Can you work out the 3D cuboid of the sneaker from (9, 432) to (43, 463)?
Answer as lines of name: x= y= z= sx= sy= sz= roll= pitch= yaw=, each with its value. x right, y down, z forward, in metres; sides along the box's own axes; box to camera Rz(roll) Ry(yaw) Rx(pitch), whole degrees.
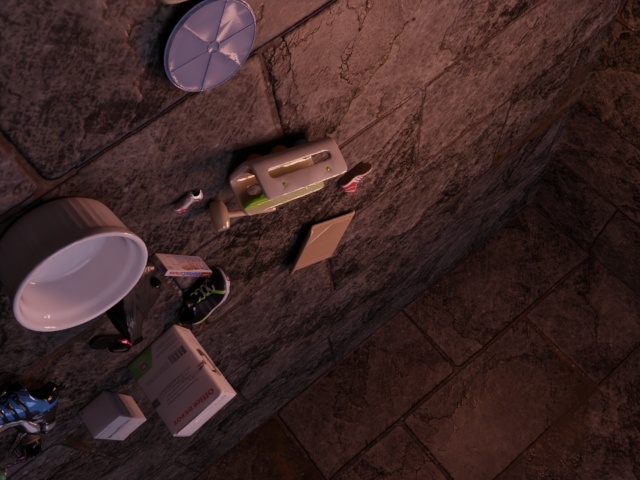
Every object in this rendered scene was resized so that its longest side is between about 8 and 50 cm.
sneaker: x=-0.838 y=0.600 z=1.808 sx=0.063 sy=0.075 sz=0.170 roll=-14 pitch=145 yaw=-49

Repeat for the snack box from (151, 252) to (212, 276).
snack box: x=-0.358 y=0.065 z=1.646 sx=0.022 sy=0.064 sz=0.178 roll=-51 pitch=156 yaw=15

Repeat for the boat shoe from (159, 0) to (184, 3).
boat shoe: x=-0.191 y=-0.437 z=1.024 sx=0.170 sy=0.063 sz=0.059 roll=-31 pitch=161 yaw=-23

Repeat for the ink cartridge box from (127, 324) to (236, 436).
ink cartridge box: x=-0.420 y=0.425 z=1.915 sx=0.198 sy=0.273 sz=0.115 roll=-42 pitch=157 yaw=-1

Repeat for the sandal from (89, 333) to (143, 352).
sandal: x=-0.560 y=0.289 z=1.749 sx=0.067 sy=0.040 sz=0.179 roll=-49 pitch=157 yaw=14

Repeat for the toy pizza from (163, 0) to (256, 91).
toy pizza: x=-0.206 y=-0.365 z=1.169 sx=0.201 sy=0.032 sz=0.201 roll=-36 pitch=157 yaw=-18

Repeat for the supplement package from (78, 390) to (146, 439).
supplement package: x=-0.651 y=0.552 z=1.987 sx=0.105 sy=0.105 sz=0.179 roll=-41 pitch=157 yaw=-3

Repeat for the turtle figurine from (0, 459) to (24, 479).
turtle figurine: x=-0.936 y=0.659 z=1.707 sx=0.234 sy=0.118 sz=0.175 roll=-27 pitch=140 yaw=-6

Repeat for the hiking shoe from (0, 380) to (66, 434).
hiking shoe: x=-0.786 y=0.406 z=1.551 sx=0.304 sy=0.113 sz=0.131 roll=16 pitch=88 yaw=-57

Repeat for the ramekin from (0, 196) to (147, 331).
ramekin: x=-0.506 y=0.042 z=1.274 sx=0.277 sy=0.135 sz=0.277 roll=-35 pitch=156 yaw=-18

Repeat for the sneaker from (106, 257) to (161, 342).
sneaker: x=-0.450 y=0.151 z=1.553 sx=0.130 sy=0.109 sz=0.286 roll=-35 pitch=159 yaw=-34

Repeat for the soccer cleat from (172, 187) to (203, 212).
soccer cleat: x=-0.312 y=-0.095 z=1.486 sx=0.083 sy=0.029 sz=0.035 roll=-31 pitch=146 yaw=-32

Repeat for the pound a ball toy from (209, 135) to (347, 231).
pound a ball toy: x=-0.123 y=-0.156 z=1.595 sx=0.319 sy=0.135 sz=0.208 roll=-24 pitch=176 yaw=-38

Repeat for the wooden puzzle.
wooden puzzle: x=0.000 y=0.000 z=2.150 sx=0.239 sy=0.044 sz=0.220 roll=-25 pitch=152 yaw=-45

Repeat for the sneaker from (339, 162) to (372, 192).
sneaker: x=0.114 y=-0.194 z=1.977 sx=0.119 sy=0.042 sz=0.067 roll=-33 pitch=153 yaw=-2

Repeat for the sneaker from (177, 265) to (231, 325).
sneaker: x=-0.343 y=0.173 z=1.838 sx=0.097 sy=0.084 sz=0.234 roll=-9 pitch=140 yaw=-51
